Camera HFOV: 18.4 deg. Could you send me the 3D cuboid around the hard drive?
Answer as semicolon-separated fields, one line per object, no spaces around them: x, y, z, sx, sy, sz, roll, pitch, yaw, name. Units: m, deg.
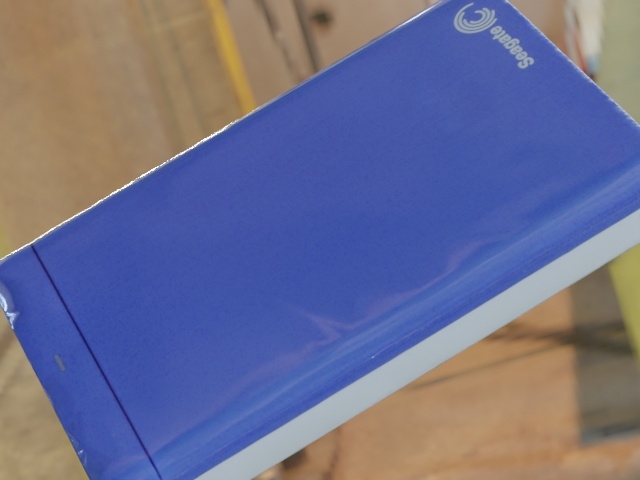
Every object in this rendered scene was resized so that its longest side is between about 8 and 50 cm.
0.000;0.000;1.017;0.319;0.040;0.210;-31;42;-6;hard drive
